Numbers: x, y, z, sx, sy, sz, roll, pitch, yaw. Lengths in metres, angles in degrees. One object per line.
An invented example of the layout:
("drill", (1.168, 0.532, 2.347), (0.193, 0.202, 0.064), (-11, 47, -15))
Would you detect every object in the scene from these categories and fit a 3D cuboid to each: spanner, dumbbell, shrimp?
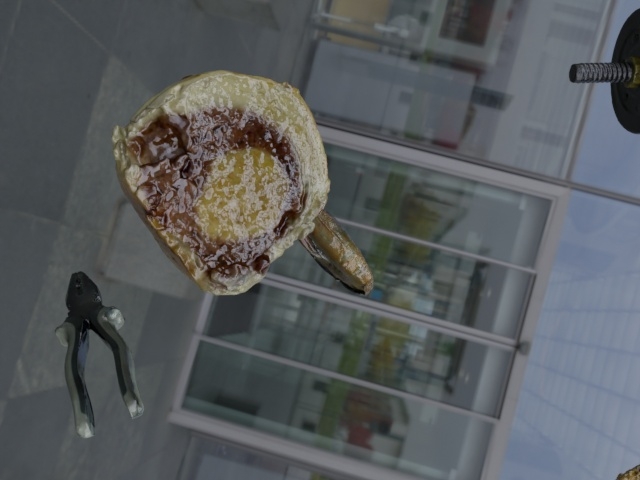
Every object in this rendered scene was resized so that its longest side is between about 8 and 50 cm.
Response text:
("spanner", (-0.313, 0.139, 1.067), (0.325, 0.096, 0.040), (-125, -162, -50))
("dumbbell", (0.441, -0.193, 0.875), (0.143, 0.326, 0.143), (178, -90, -84))
("shrimp", (0.001, -0.001, 1.361), (0.058, 0.253, 0.173), (-43, -176, -18))

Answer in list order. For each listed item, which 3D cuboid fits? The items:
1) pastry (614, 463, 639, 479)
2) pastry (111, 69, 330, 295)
("pastry", (0.400, 0.308, 0.963), (0.056, 0.140, 0.080), (63, -32, 32))
("pastry", (-0.127, -0.082, 0.940), (0.237, 0.170, 0.256), (-43, 119, -25))
